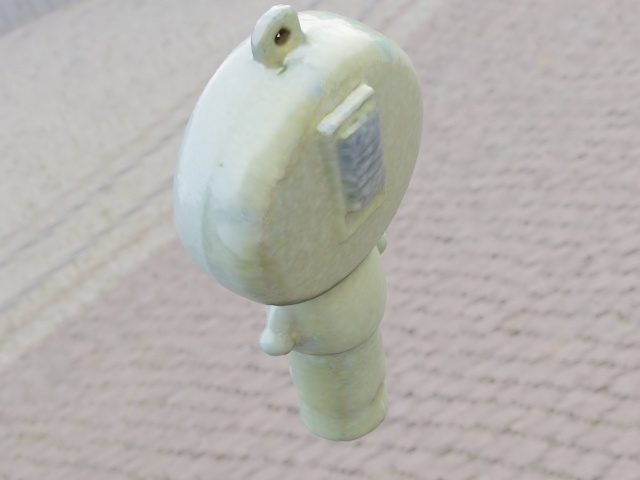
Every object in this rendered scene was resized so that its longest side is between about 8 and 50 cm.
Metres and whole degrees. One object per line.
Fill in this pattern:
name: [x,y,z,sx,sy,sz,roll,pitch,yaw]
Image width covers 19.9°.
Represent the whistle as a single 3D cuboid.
whistle: [0.000,0.000,0.800,0.067,0.258,0.126,29,58,29]
